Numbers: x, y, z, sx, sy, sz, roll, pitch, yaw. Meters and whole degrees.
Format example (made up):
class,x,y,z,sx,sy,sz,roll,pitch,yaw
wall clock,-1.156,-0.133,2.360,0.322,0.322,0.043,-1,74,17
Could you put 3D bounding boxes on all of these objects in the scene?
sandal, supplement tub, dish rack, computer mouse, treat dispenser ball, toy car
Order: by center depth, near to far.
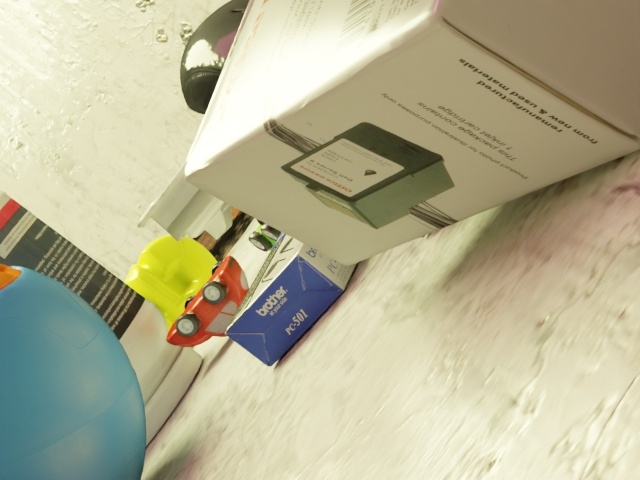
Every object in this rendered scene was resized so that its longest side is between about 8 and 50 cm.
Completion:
class,x,y,z,sx,sy,sz,roll,pitch,yaw
treat dispenser ball,-0.283,0.157,1.389,0.288,0.288,0.288,-51,7,8
computer mouse,-0.024,-0.172,1.461,0.272,0.072,0.188,-3,41,45
toy car,-0.038,-0.001,1.576,0.239,0.053,0.225,-55,7,-18
supplement tub,-0.270,0.097,1.683,0.191,0.272,0.191,-52,7,8
dish rack,-0.030,-0.127,1.726,0.285,0.072,0.333,-44,-1,-33
sandal,-0.224,0.138,1.880,0.317,0.126,0.138,-47,-1,-35

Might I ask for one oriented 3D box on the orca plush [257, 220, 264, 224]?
class,x,y,z,sx,sy,sz,roll,pitch,yaw
orca plush,0.063,-0.117,1.271,0.102,0.151,0.287,9,28,40

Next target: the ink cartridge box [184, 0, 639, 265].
class,x,y,z,sx,sy,sz,roll,pitch,yaw
ink cartridge box,0.065,-0.126,0.910,0.289,0.122,0.211,-23,42,61

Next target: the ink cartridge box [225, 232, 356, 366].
class,x,y,z,sx,sy,sz,roll,pitch,yaw
ink cartridge box,0.000,0.000,1.333,0.097,0.046,0.207,-47,8,33
